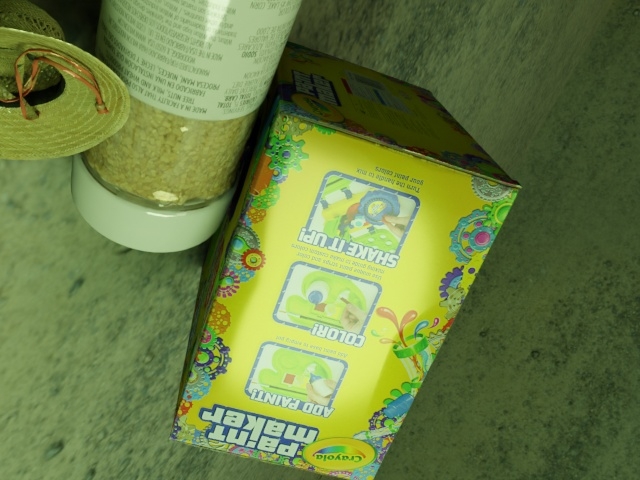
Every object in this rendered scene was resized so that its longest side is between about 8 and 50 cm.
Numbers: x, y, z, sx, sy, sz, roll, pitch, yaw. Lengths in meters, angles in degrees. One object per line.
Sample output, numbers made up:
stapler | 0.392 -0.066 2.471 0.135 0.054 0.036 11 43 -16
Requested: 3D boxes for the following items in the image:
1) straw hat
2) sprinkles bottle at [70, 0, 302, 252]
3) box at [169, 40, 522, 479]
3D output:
straw hat | -0.180 -0.104 0.388 0.144 0.145 0.061 54 30 -67
sprinkles bottle | -0.073 -0.146 0.414 0.121 0.121 0.355 -37 163 -45
box | 0.000 0.000 0.611 0.290 0.177 0.279 -100 -152 -65
